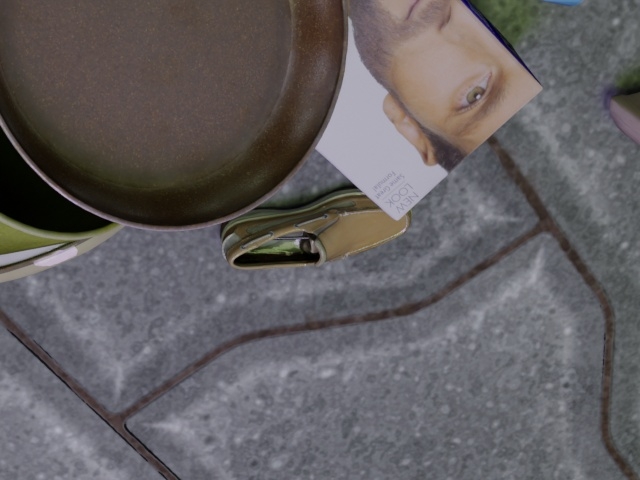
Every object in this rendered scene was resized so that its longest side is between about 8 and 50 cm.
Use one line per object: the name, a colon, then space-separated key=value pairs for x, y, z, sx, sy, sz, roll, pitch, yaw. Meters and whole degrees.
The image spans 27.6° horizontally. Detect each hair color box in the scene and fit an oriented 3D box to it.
hair color box: x=0.013 y=-0.196 z=1.135 sx=0.185 sy=0.110 sz=0.339 roll=-43 pitch=119 yaw=13

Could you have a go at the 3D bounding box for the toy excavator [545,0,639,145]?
toy excavator: x=0.251 y=-0.276 z=1.086 sx=0.445 sy=0.222 sz=0.432 roll=5 pitch=117 yaw=-25

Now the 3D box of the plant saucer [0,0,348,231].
plant saucer: x=-0.118 y=-0.163 z=0.970 sx=0.311 sy=0.050 sz=0.310 roll=-3 pitch=95 yaw=-33

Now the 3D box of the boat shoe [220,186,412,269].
boat shoe: x=0.000 y=0.000 z=1.261 sx=0.190 sy=0.072 sz=0.068 roll=-13 pitch=120 yaw=-3

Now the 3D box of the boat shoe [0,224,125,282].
boat shoe: x=-0.197 y=-0.069 z=1.174 sx=0.302 sy=0.113 sz=0.103 roll=-29 pitch=118 yaw=-5

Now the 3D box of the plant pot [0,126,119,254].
plant pot: x=-0.324 y=-0.093 z=1.046 sx=0.294 sy=0.274 sz=0.275 roll=-19 pitch=125 yaw=35

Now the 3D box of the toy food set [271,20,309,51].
toy food set: x=-0.036 y=-0.143 z=1.083 sx=0.083 sy=0.020 sz=0.082 roll=-38 pitch=119 yaw=13
